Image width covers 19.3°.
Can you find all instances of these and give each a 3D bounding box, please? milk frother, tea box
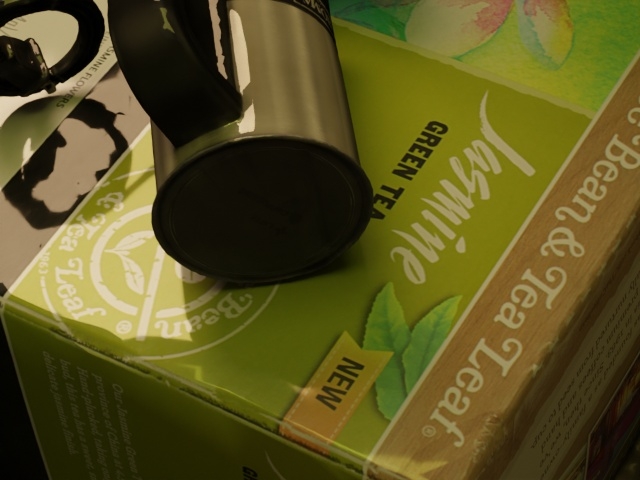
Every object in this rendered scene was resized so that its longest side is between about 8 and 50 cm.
[{"bbox_3d":[-0.066,-0.052,0.744,0.143,0.129,0.135,-39,41,30],"label":"milk frother"},{"bbox_3d":[0.000,0.000,0.889,0.323,0.220,0.329,22,55,21],"label":"tea box"}]
